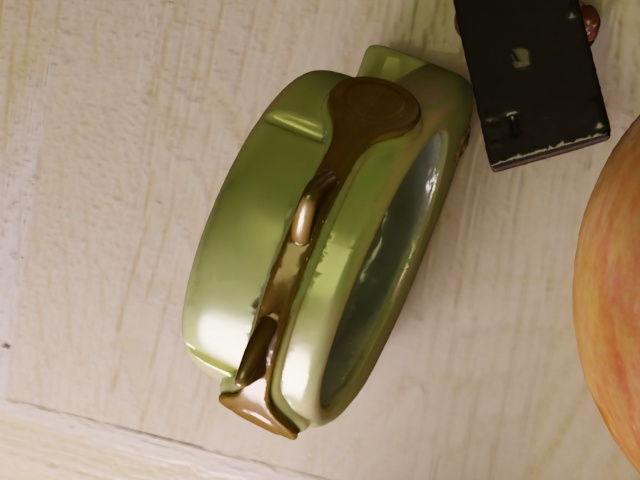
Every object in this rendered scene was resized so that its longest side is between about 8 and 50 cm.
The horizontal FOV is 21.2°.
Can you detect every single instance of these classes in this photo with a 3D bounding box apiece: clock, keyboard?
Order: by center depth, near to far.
[{"bbox_3d":[0.000,0.000,1.280,0.117,0.348,0.286,23,103,12],"label":"clock"},{"bbox_3d":[0.141,-0.209,1.321,0.106,0.027,0.317,-14,73,13],"label":"keyboard"}]

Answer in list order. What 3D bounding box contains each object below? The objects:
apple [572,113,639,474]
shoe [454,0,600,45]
[{"bbox_3d":[0.370,0.039,1.166,0.391,0.391,0.346,1,100,16],"label":"apple"},{"bbox_3d":[0.164,-0.173,1.357,0.109,0.069,0.072,-20,68,9],"label":"shoe"}]
